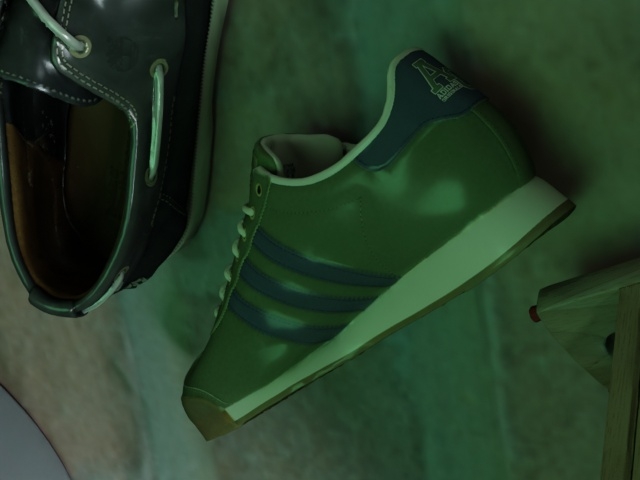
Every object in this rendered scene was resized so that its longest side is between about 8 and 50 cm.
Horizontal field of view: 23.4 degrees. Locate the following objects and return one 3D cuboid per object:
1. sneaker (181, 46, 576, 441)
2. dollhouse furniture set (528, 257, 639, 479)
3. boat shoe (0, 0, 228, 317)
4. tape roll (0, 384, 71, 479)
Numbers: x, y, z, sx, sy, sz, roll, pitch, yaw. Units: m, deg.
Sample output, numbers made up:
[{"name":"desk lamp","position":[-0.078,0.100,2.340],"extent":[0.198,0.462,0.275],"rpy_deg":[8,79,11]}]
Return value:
[{"name":"sneaker","position":[0.000,0.000,0.573],"extent":[0.192,0.064,0.086],"rpy_deg":[-35,88,39]},{"name":"dollhouse furniture set","position":[0.164,0.102,0.511],"extent":[0.129,0.129,0.184],"rpy_deg":[-19,131,37]},{"name":"boat shoe","position":[-0.084,-0.082,0.561],"extent":[0.084,0.079,0.233],"rpy_deg":[16,121,24]},{"name":"tape roll","position":[-0.223,0.148,0.778],"extent":[0.219,0.072,0.219],"rpy_deg":[15,124,23]}]
